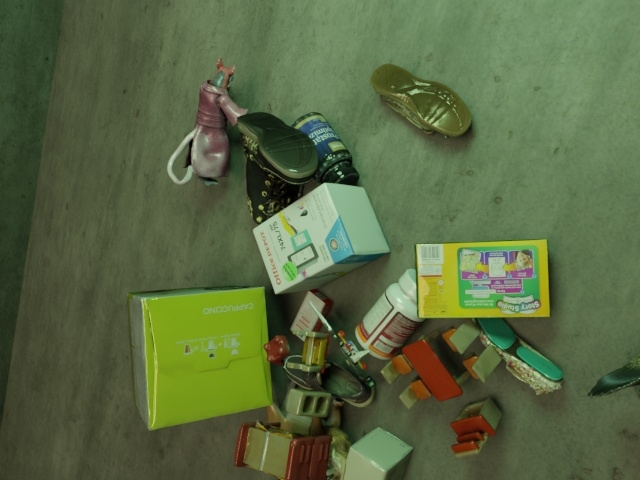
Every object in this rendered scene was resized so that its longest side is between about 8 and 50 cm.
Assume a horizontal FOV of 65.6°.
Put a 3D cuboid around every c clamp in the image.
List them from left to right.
[{"bbox_3d":[-0.065,-0.187,1.482,0.137,0.022,0.161,17,102,39],"label":"c clamp"}]

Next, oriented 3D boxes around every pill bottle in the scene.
[{"bbox_3d":[0.011,-0.234,1.363,0.123,0.122,0.219,-44,68,28],"label":"pill bottle"},{"bbox_3d":[0.194,0.185,1.249,0.121,0.121,0.221,46,115,25],"label":"pill bottle"}]

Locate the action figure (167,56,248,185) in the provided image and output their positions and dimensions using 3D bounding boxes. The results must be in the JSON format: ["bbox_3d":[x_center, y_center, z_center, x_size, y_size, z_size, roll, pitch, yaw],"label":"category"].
[{"bbox_3d":[-0.347,-0.378,1.533,0.248,0.275,0.370,36,125,35],"label":"action figure"}]

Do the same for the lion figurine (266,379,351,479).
[{"bbox_3d":[-0.050,0.541,1.441,0.392,0.142,0.240,20,111,47],"label":"lion figurine"}]

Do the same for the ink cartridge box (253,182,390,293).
[{"bbox_3d":[0.000,0.000,1.331,0.270,0.197,0.198,-30,74,32],"label":"ink cartridge box"}]

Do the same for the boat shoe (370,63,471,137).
[{"bbox_3d":[0.250,-0.339,1.227,0.104,0.089,0.285,-47,66,-2],"label":"boat shoe"}]

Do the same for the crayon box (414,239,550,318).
[{"bbox_3d":[0.352,0.084,1.097,0.278,0.081,0.165,-2,90,10],"label":"crayon box"}]

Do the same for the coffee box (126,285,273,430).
[{"bbox_3d":[-0.361,0.309,1.443,0.334,0.337,0.338,-8,85,62],"label":"coffee box"}]

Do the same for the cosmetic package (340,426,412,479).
[{"bbox_3d":[0.120,0.671,1.293,0.113,0.160,0.310,21,102,33],"label":"cosmetic package"}]

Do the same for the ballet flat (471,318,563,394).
[{"bbox_3d":[0.425,0.254,1.118,0.241,0.091,0.077,45,137,29],"label":"ballet flat"}]

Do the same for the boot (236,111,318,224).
[{"bbox_3d":[-0.121,-0.166,1.362,0.377,0.138,0.284,44,142,44],"label":"boot"}]

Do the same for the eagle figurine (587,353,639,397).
[{"bbox_3d":[0.654,0.190,0.897,0.226,0.225,0.298,21,92,22],"label":"eagle figurine"}]

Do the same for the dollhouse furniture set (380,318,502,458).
[{"bbox_3d":[0.288,0.342,1.136,0.259,0.135,0.262,53,137,6],"label":"dollhouse furniture set"}]

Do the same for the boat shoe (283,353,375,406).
[{"bbox_3d":[0.013,0.374,1.378,0.285,0.092,0.103,17,65,30],"label":"boat shoe"}]

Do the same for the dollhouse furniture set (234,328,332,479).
[{"bbox_3d":[-0.074,0.420,1.294,0.201,0.152,0.374,0,74,40],"label":"dollhouse furniture set"}]

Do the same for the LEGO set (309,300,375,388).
[{"bbox_3d":[0.069,0.270,1.310,0.060,0.182,0.244,-35,59,-6],"label":"LEGO set"}]

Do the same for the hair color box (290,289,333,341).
[{"bbox_3d":[-0.027,0.221,1.451,0.072,0.043,0.141,36,110,29],"label":"hair color box"}]
